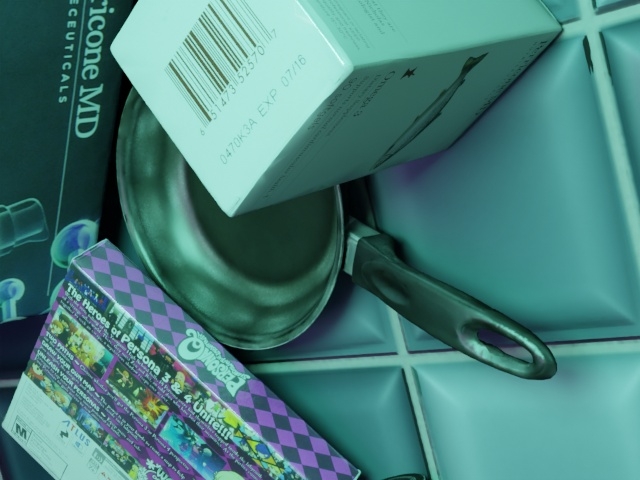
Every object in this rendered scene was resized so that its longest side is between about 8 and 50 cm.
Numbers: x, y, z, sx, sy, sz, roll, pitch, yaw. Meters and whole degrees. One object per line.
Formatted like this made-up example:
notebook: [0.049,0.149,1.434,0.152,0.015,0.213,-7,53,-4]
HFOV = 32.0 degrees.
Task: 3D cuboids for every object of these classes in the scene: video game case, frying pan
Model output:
video game case: [-0.109,0.144,0.777,0.232,0.042,0.210,41,132,10]
frying pan: [-0.007,-0.029,0.661,0.326,0.053,0.197,0,104,41]

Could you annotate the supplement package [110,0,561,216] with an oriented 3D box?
supplement package: [0.012,-0.098,0.537,0.105,0.179,0.105,54,131,14]

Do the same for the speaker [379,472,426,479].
speaker: [0.060,0.217,0.684,0.055,0.055,0.136,-17,92,42]

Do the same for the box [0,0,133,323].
box: [-0.343,-0.093,0.680,0.212,0.395,0.294,38,127,38]
